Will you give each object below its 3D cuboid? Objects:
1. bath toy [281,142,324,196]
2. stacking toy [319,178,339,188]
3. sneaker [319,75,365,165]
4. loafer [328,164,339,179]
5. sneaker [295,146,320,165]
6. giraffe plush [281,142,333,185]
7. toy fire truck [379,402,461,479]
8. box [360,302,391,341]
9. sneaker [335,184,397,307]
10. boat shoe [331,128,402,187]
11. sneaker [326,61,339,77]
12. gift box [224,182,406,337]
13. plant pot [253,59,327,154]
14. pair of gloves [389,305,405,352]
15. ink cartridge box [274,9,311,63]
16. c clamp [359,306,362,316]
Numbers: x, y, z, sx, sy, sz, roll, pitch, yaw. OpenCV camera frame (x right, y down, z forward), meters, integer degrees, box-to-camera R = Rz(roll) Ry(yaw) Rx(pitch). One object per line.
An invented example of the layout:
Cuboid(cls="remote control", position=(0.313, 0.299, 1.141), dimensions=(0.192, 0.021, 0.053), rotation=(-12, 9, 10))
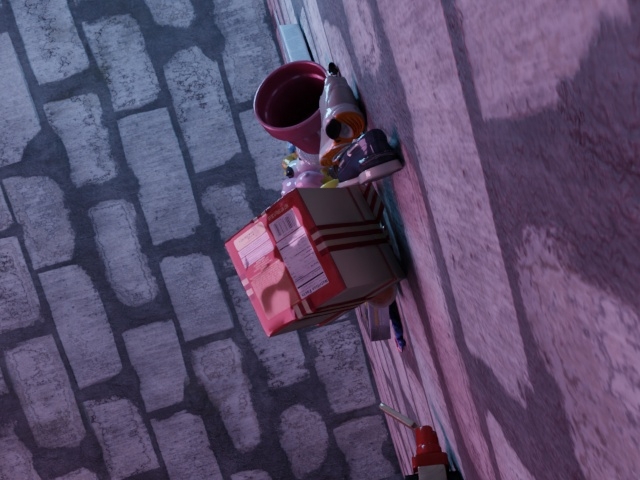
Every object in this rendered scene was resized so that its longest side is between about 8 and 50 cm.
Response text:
Cuboid(cls="bath toy", position=(-0.061, -0.174, 2.137), dimensions=(0.151, 0.129, 0.348), rotation=(111, 168, -47))
Cuboid(cls="stacking toy", position=(0.000, 0.000, 1.965), dimensions=(0.309, 0.280, 0.130), rotation=(73, 175, -55))
Cuboid(cls="sneaker", position=(0.041, -0.243, 1.455), dimensions=(0.262, 0.099, 0.121), rotation=(102, 160, -71))
Cuboid(cls="loafer", position=(0.057, -0.200, 1.916), dimensions=(0.061, 0.062, 0.170), rotation=(50, 175, 17))
Cuboid(cls="sneaker", position=(-0.041, -0.324, 2.058), dimensions=(0.268, 0.101, 0.153), rotation=(63, -162, 15))
Cuboid(cls="giraffe plush", position=(-0.017, -0.246, 2.437), dimensions=(0.170, 0.181, 0.210), rotation=(42, 145, 43))
Cuboid(cls="toy fire truck", position=(0.228, 0.497, 1.613), dimensions=(0.217, 0.159, 0.246), rotation=(75, -170, -48))
Cuboid(cls="box", position=(0.134, 0.132, 1.870), dimensions=(0.231, 0.056, 0.183), rotation=(-103, 7, -70))
Cuboid(cls="sneaker", position=(0.093, 0.002, 1.617), dimensions=(0.121, 0.108, 0.302), rotation=(-122, 16, -81))
Cuboid(cls="boat shoe", position=(0.070, -0.135, 1.189), dimensions=(0.254, 0.095, 0.079), rotation=(-160, 53, -87))
Cuboid(cls="sneaker", position=(0.030, -0.351, 1.552), dimensions=(0.037, 0.032, 0.083), rotation=(80, 173, -78))
Cuboid(cls="gift box", position=(-0.002, 0.016, 1.437), dimensions=(0.258, 0.255, 0.276), rotation=(-4, -111, -55))
Cuboid(cls="plant pot", position=(-0.036, -0.311, 1.748), dimensions=(0.180, 0.201, 0.201), rotation=(45, -156, -58))
Cuboid(cls="pair of gloves", position=(0.188, 0.202, 1.900), dimensions=(0.159, 0.023, 0.198), rotation=(77, 176, -59))
Cuboid(cls="ink cartridge box", position=(-0.052, -0.504, 2.231), dimensions=(0.324, 0.072, 0.330), rotation=(74, 180, -60))
Cuboid(cls="c clamp", position=(0.090, 0.122, 1.938), dimensions=(0.160, 0.022, 0.137), rotation=(-106, 9, -79))
